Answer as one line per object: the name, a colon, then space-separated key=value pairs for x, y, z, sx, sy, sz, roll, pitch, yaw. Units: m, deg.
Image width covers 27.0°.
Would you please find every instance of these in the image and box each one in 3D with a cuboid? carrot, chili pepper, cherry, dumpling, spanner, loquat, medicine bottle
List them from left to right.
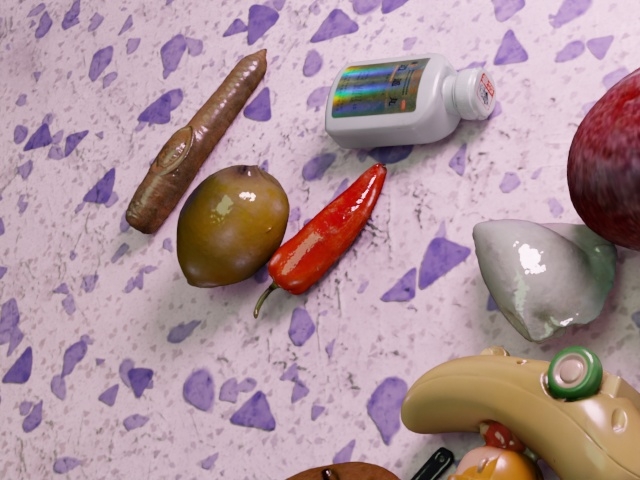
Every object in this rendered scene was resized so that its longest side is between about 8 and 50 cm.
carrot: x=-0.182 y=-0.158 z=2.007 sx=0.070 sy=0.070 sz=0.342 roll=28 pitch=80 yaw=43
loquat: x=-0.125 y=-0.016 z=1.824 sx=0.152 sy=0.152 sz=0.195 roll=45 pitch=114 yaw=43
chili pepper: x=0.000 y=0.000 z=1.784 sx=0.272 sy=0.063 sz=0.071 roll=-47 pitch=59 yaw=-2
spanner: x=0.080 y=0.321 z=1.558 sx=0.208 sy=0.012 sz=0.046 roll=-48 pitch=46 yaw=1
medicine bottle: x=0.122 y=-0.189 z=1.796 sx=0.229 sy=0.083 sz=0.121 roll=-1 pitch=60 yaw=34
dumpling: x=0.259 y=0.037 z=1.560 sx=0.216 sy=0.149 sz=0.104 roll=-123 pitch=40 yaw=-49
cherry: x=0.392 y=-0.091 z=1.465 sx=0.300 sy=0.203 sz=0.230 roll=-21 pitch=53 yaw=42

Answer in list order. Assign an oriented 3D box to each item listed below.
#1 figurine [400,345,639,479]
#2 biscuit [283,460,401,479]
figurine: x=0.217 y=0.227 z=1.449 sx=0.325 sy=0.124 sz=0.222 roll=7 pitch=71 yaw=42
biscuit: x=-0.051 y=0.395 z=1.487 sx=0.314 sy=0.063 sz=0.367 roll=-11 pitch=36 yaw=35
